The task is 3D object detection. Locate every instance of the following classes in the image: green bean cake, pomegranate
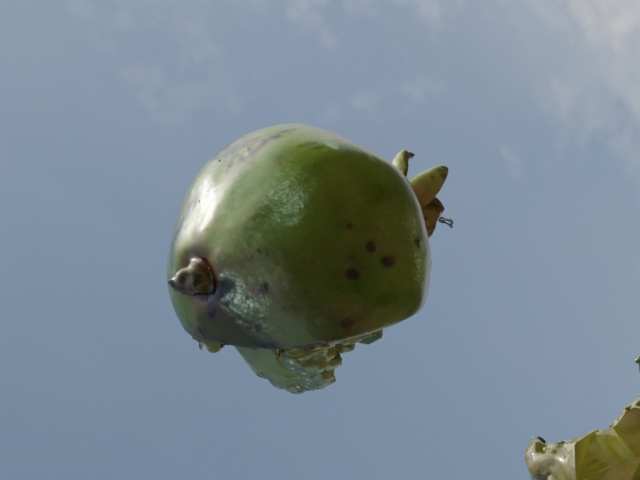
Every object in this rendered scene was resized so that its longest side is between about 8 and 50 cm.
[{"bbox_3d":[0.390,0.264,1.664,0.233,0.236,0.124,46,170,36],"label":"green bean cake"},{"bbox_3d":[0.000,0.000,1.351,0.340,0.260,0.260,-34,-84,-43],"label":"pomegranate"}]

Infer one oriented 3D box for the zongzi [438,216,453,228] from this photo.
[{"bbox_3d":[0.088,-0.003,1.969,0.178,0.188,0.081,82,177,-66],"label":"zongzi"}]
